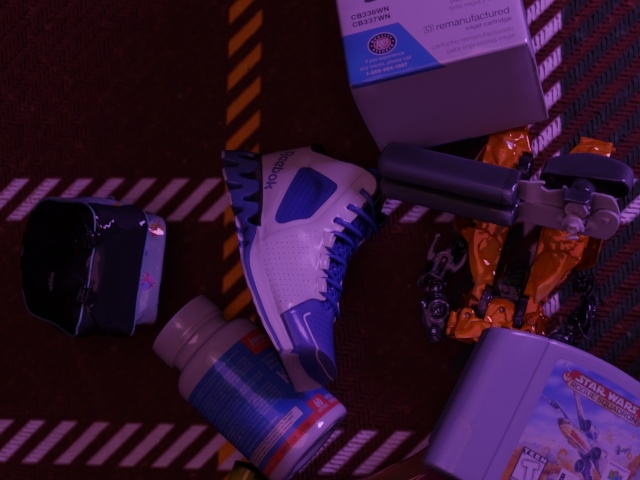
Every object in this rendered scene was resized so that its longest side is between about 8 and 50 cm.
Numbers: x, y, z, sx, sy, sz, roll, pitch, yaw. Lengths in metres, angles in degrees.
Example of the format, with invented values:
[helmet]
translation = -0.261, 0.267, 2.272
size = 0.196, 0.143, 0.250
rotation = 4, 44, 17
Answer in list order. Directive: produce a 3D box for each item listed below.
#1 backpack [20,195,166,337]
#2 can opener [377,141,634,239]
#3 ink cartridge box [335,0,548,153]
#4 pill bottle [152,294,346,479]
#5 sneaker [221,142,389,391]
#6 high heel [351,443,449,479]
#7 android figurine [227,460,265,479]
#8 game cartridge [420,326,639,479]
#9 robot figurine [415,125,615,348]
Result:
[backpack]
translation = -0.275, 0.028, 1.835
size = 0.188, 0.144, 0.166
rotation = 9, 95, 48
[can opener]
translation = 0.204, -0.060, 1.719
size = 0.280, 0.074, 0.093
rotation = 10, 52, 15
[ink cartridge box]
translation = 0.125, -0.270, 1.730
size = 0.198, 0.197, 0.270
rotation = -13, 67, 10
[pill bottle]
translation = -0.088, 0.169, 1.806
size = 0.221, 0.124, 0.124
rotation = 42, 94, 10
[sneaker]
translation = 0.000, -0.001, 1.771
size = 0.182, 0.127, 0.315
rotation = -17, 56, 2
[high heel]
translation = 0.077, 0.249, 1.739
size = 0.377, 0.127, 0.181
rotation = -3, 99, -13
[android figurine]
translation = -0.100, 0.409, 1.828
size = 0.248, 0.056, 0.273
rotation = 25, 89, 11
[game cartridge]
translation = 0.277, 0.227, 1.693
size = 0.297, 0.062, 0.198
rotation = 30, 81, -11
[robot figurine]
translation = 0.232, 0.013, 1.777
size = 0.211, 0.085, 0.291
rotation = 17, 88, 12
